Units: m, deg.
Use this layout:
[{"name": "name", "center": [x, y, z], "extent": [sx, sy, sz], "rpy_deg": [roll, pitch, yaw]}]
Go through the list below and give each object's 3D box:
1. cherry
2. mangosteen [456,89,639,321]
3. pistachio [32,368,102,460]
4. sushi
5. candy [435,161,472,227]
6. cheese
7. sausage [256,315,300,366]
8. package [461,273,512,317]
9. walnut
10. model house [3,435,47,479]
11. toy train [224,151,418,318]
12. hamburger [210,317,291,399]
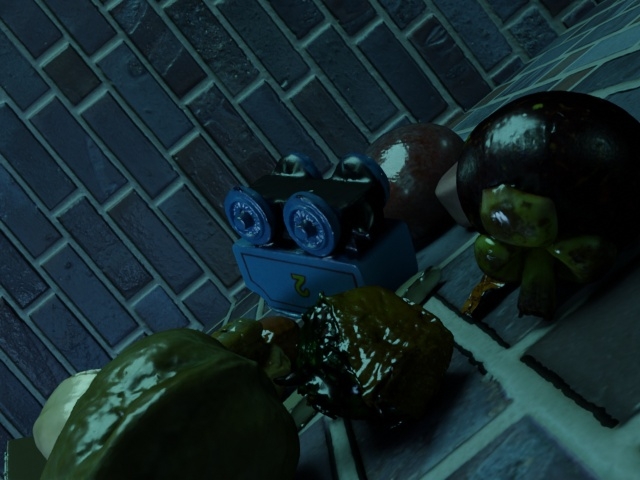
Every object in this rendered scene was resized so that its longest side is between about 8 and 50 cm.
[{"name": "cherry", "center": [0.182, -0.121, 1.524], "extent": [0.236, 0.213, 0.285], "rpy_deg": [-46, 7, 49]}, {"name": "mangosteen", "center": [0.223, -0.031, 0.742], "extent": [0.192, 0.192, 0.217], "rpy_deg": [-31, 47, 60]}, {"name": "pistachio", "center": [-0.354, 0.330, 1.367], "extent": [0.318, 0.214, 0.193], "rpy_deg": [-10, 3, 20]}, {"name": "sushi", "center": [0.029, 0.122, 0.810], "extent": [0.140, 0.149, 0.287], "rpy_deg": [-45, 12, -21]}, {"name": "candy", "center": [0.308, -0.123, 1.280], "extent": [0.255, 0.094, 0.255], "rpy_deg": [-38, 5, 4]}, {"name": "cheese", "center": [0.028, 0.171, 1.069], "extent": [0.400, 0.034, 0.085], "rpy_deg": [-41, 1, -26]}, {"name": "sausage", "center": [-0.111, 0.199, 1.397], "extent": [0.113, 0.113, 0.259], "rpy_deg": [-42, 4, -26]}, {"name": "package", "center": [0.203, 0.045, 0.900], "extent": [0.110, 0.033, 0.077], "rpy_deg": [-44, 14, 3]}, {"name": "walnut", "center": [-0.157, 0.229, 0.788], "extent": [0.283, 0.227, 0.283], "rpy_deg": [-35, -34, -28]}, {"name": "model house", "center": [-0.656, 0.596, 1.821], "extent": [0.176, 0.181, 0.248], "rpy_deg": [0, -45, -24]}, {"name": "toy train", "center": [0.000, 0.000, 1.288], "extent": [0.300, 0.265, 0.188], "rpy_deg": [8, 36, 41]}, {"name": "hamburger", "center": [-0.182, 0.248, 1.171], "extent": [0.318, 0.158, 0.318], "rpy_deg": [-39, 6, 5]}]
